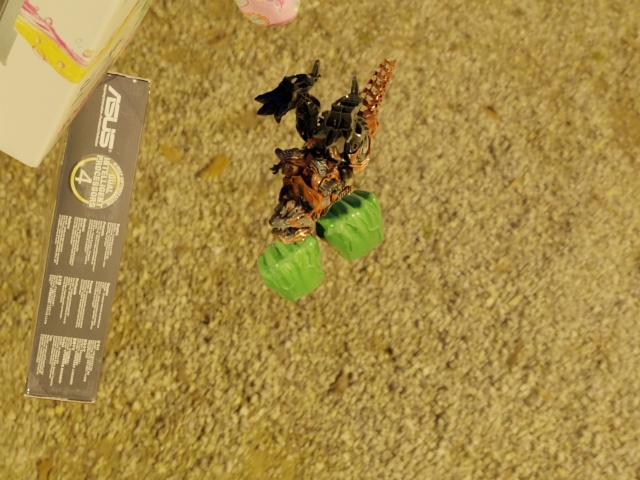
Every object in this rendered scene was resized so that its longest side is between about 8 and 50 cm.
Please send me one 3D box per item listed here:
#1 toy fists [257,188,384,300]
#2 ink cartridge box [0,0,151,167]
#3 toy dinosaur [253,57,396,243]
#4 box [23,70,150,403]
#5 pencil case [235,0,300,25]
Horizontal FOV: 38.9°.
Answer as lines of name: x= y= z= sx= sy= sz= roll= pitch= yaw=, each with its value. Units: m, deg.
toy fists: x=0.000 y=0.000 z=1.791 sx=0.279 sy=0.142 sz=0.096 roll=-33 pitch=59 yaw=-6
ink cartridge box: x=-0.202 y=-0.234 z=0.628 sx=0.197 sy=0.270 sz=0.198 roll=32 pitch=45 yaw=-13
toy dinosaur: x=0.010 y=-0.154 z=1.396 sx=0.164 sy=0.218 sz=0.322 roll=5 pitch=64 yaw=21
box: x=-0.314 y=-0.022 z=1.194 sx=0.097 sy=0.318 sz=0.395 roll=9 pitch=94 yaw=-16
pencil case: x=-0.121 y=-0.492 z=1.579 sx=0.124 sy=0.284 sz=0.124 roll=-5 pitch=69 yaw=14
